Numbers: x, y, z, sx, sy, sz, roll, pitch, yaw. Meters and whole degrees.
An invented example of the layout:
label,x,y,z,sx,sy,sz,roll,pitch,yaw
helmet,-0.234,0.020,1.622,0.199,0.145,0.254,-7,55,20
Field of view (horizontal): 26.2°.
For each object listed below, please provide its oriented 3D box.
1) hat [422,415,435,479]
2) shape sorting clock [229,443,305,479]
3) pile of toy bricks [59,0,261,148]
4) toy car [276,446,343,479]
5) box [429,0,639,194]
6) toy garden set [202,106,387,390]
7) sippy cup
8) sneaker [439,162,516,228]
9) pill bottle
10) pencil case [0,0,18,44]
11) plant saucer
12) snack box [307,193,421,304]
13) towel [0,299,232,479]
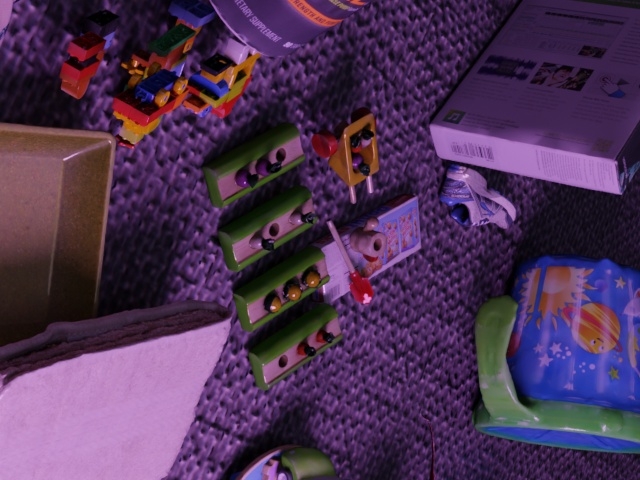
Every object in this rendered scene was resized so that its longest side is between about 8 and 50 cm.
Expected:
label,x,y,z,sx,sy,sz,roll,pitch,yaw
hat,0.136,0.365,1.686,0.208,0.183,0.173,-42,140,21
shape sorting clock,-0.050,0.309,1.408,0.206,0.040,0.206,-18,113,-50
pile of toy bricks,-0.139,-0.125,1.143,0.212,0.118,0.105,-45,163,-58
toy car,0.004,0.312,1.345,0.239,0.053,0.225,2,74,-37
box,0.303,-0.196,1.581,0.322,0.232,0.058,-53,141,-29
toy garden set,0.000,0.000,1.355,0.204,0.049,0.244,-32,122,-34
sippy cup,0.318,0.140,1.719,0.305,0.240,0.224,55,41,-74
sneaker,0.181,-0.040,1.623,0.135,0.052,0.058,35,81,-43
pill bottle,0.026,-0.262,1.121,0.130,0.245,0.130,38,36,-35
pencil case,-0.302,-0.080,0.869,0.410,0.160,0.183,-66,159,-16
plant saucer,-0.249,0.002,1.058,0.188,0.045,0.188,0,99,-53
snack box,0.050,0.007,1.475,0.178,0.022,0.064,-28,120,-46
towel,-0.199,0.148,1.120,0.282,0.049,0.187,-9,130,-52
